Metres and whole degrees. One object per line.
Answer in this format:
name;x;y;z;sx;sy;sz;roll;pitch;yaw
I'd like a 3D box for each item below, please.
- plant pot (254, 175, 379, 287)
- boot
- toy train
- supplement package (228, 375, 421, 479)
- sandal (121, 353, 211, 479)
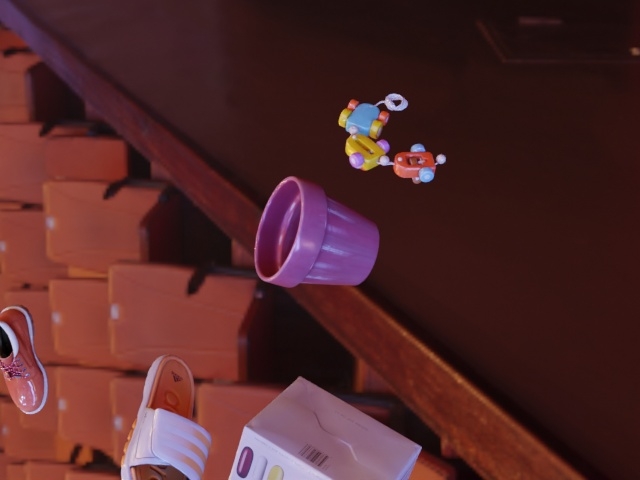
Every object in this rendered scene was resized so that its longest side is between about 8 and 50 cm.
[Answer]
plant pot;0.000;0.000;1.759;0.201;0.180;0.201;-46;36;48
boot;-0.427;0.175;1.334;0.084;0.059;0.158;-95;-7;-81
toy train;0.090;-0.128;1.287;0.046;0.125;0.166;97;162;-45
supplement package;0.007;0.398;1.682;0.204;0.262;0.145;-34;-34;-56
sandal;-0.187;0.238;1.225;0.102;0.076;0.265;38;-148;-31
